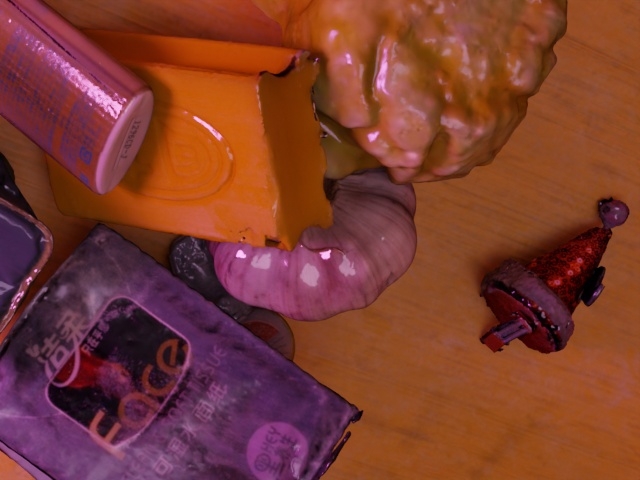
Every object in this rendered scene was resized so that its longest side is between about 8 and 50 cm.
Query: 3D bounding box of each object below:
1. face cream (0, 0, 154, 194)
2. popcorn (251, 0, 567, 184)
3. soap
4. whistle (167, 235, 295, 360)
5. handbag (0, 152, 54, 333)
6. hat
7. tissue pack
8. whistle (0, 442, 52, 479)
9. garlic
[{"bbox_3d":[-0.297,-0.180,1.827,0.067,0.285,0.139,-29,152,-52],"label":"face cream"},{"bbox_3d":[0.089,-0.229,1.878,0.293,0.334,0.292,-33,155,24],"label":"popcorn"},{"bbox_3d":[-0.144,-0.104,1.857,0.096,0.324,0.204,-34,123,-46],"label":"soap"},{"bbox_3d":[-0.104,0.093,2.057,0.123,0.123,0.223,-28,101,-5],"label":"whistle"},{"bbox_3d":[-0.423,-0.020,1.838,0.263,0.241,0.222,33,96,-24],"label":"handbag"},{"bbox_3d":[0.294,0.040,2.171,0.227,0.129,0.140,-45,159,-15],"label":"hat"},{"bbox_3d":[-0.171,0.184,1.931,0.361,0.122,0.259,38,77,-3],"label":"tissue pack"},{"bbox_3d":[-0.250,0.219,2.033,0.163,0.163,0.289,-44,117,3],"label":"whistle"},{"bbox_3d":[0.000,0.000,2.019,0.245,0.245,0.253,-29,148,-5],"label":"garlic"}]
